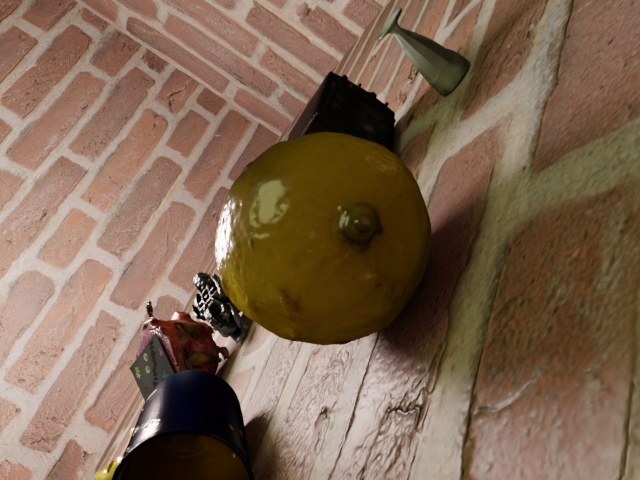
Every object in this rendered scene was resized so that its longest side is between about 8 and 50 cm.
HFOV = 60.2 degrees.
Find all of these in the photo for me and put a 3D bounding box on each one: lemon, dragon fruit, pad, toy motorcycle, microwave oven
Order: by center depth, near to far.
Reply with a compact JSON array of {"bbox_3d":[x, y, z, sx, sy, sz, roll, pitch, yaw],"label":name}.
[{"bbox_3d":[-0.001,0.000,0.659,0.284,0.261,0.260,-56,10,53],"label":"lemon"},{"bbox_3d":[0.039,-0.187,1.069,0.188,0.178,0.247,-50,16,31],"label":"microwave oven"},{"bbox_3d":[-0.362,0.358,1.265,0.006,0.245,0.170,-8,-32,-47],"label":"pad"},{"bbox_3d":[-0.335,0.274,1.331,0.211,0.147,0.282,-18,81,42],"label":"dragon fruit"},{"bbox_3d":[-0.237,0.168,1.379,0.106,0.159,0.270,-50,31,6],"label":"toy motorcycle"}]

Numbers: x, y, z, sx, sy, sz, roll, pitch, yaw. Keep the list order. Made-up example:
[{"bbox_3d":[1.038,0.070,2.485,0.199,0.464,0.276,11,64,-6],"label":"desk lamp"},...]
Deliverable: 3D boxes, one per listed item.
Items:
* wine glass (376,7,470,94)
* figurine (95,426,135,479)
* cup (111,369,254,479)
[{"bbox_3d":[0.176,-0.324,0.943,0.073,0.155,0.073,-49,16,19],"label":"wine glass"},{"bbox_3d":[-0.455,0.547,1.311,0.246,0.131,0.156,-74,-14,-44],"label":"figurine"},{"bbox_3d":[-0.216,0.341,0.812,0.255,0.178,0.256,-57,11,-2],"label":"cup"}]
